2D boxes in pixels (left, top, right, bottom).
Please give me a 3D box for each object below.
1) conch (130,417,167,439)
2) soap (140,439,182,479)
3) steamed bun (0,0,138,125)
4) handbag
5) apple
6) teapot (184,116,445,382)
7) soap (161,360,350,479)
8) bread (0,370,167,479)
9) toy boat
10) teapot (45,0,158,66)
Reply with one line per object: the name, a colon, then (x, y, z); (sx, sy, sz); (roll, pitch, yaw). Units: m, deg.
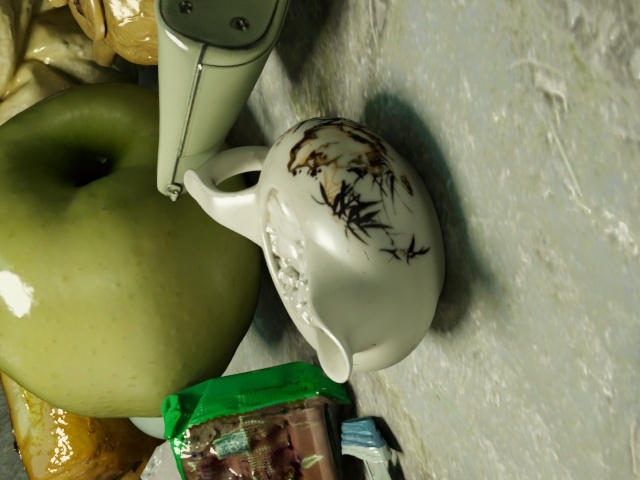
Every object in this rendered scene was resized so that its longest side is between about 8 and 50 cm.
conch: (-0.225, 0.180, 2.084); (0.185, 0.121, 0.221); (-70, 23, 10)
soap: (-0.140, 0.369, 1.895); (0.159, 0.257, 0.302); (21, 170, 15)
steamed bun: (-0.353, -0.241, 1.742); (0.372, 0.230, 0.324); (54, -154, -28)
handbag: (-0.103, -0.174, 1.322); (0.315, 0.109, 0.241); (121, 166, -63)
apple: (-0.229, 0.017, 1.580); (0.357, 0.357, 0.357); (164, 90, -71)
teapot: (0.000, 0.000, 1.209); (0.300, 0.166, 0.208); (36, 152, 46)
soap: (-0.060, 0.272, 1.533); (0.098, 0.218, 0.273); (-108, 6, -63)
bread: (-0.332, 0.205, 2.206); (0.328, 0.148, 0.337); (15, -125, -61)
toy boat: (0.056, 0.235, 1.415); (0.105, 0.034, 0.149); (108, 142, -63)
teapot: (-0.205, -0.282, 1.504); (0.203, 0.167, 0.311); (60, 160, 24)
